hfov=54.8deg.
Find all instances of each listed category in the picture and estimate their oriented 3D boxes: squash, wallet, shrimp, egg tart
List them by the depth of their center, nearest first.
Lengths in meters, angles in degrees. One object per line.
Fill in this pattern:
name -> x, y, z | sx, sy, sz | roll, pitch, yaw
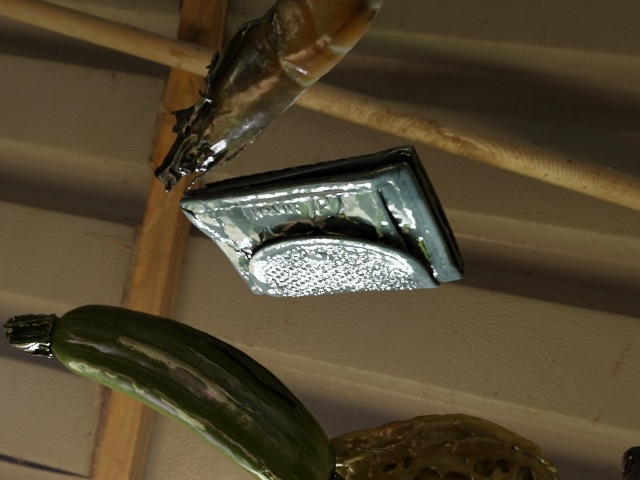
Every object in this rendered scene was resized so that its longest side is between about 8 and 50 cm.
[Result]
shrimp -> -0.074, -0.167, 0.437 | 0.262, 0.051, 0.198 | -44, -104, 31
squash -> -0.102, 0.109, 0.476 | 0.319, 0.080, 0.071 | 22, -53, 18
egg tart -> 0.083, 0.232, 0.508 | 0.241, 0.241, 0.106 | -12, -137, 6
wallet -> 0.000, 0.000, 0.838 | 0.342, 0.237, 0.075 | -7, -133, 27

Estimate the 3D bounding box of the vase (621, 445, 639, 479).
vase -> 0.319, 0.292, 0.626 | 0.059, 0.059, 0.167 | 35, -131, 10
